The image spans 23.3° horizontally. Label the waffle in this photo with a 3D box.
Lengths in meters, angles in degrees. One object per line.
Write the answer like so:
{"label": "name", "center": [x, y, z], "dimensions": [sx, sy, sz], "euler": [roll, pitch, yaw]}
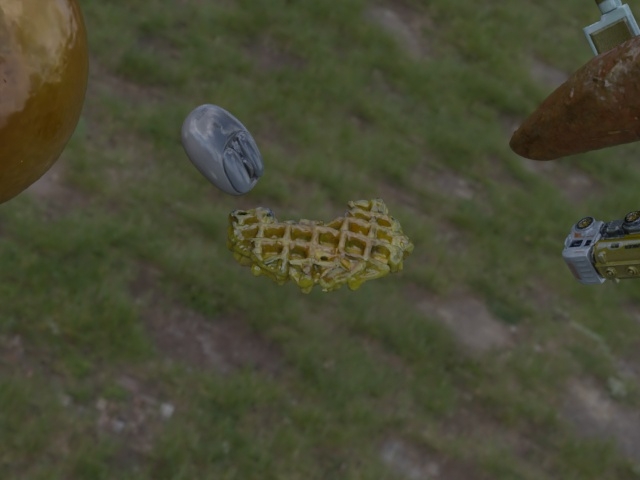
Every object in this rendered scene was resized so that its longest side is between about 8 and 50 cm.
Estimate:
{"label": "waffle", "center": [0.000, -0.003, 1.659], "dimensions": [0.194, 0.051, 0.149], "euler": [-13, 40, -24]}

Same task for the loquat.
{"label": "loquat", "center": [-0.380, -0.177, 1.481], "dimensions": [0.328, 0.328, 0.328], "euler": [20, 27, -11]}

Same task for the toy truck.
{"label": "toy truck", "center": [0.289, 0.011, 1.473], "dimensions": [0.052, 0.123, 0.063], "euler": [56, 50, -27]}

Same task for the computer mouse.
{"label": "computer mouse", "center": [-0.091, -0.089, 1.487], "dimensions": [0.096, 0.039, 0.066], "euler": [48, 55, -12]}

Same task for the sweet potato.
{"label": "sweet potato", "center": [0.291, -0.137, 1.531], "dimensions": [0.097, 0.252, 0.097], "euler": [22, 56, -35]}

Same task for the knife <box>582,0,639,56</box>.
{"label": "knife", "center": [0.341, -0.251, 1.823], "dimensions": [0.343, 0.061, 0.027], "euler": [64, 27, -2]}
